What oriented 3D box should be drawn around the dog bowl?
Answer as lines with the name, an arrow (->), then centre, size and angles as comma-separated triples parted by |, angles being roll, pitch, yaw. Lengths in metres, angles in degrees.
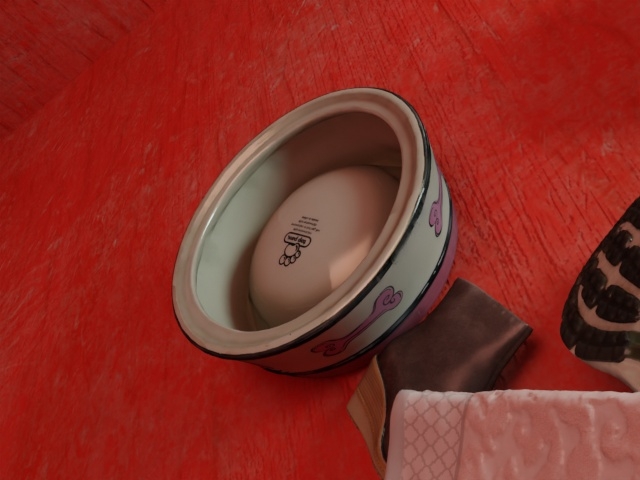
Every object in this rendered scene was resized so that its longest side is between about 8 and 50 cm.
dog bowl -> 0.000, 0.000, 0.953 | 0.408, 0.150, 0.408 | -25, 44, 26

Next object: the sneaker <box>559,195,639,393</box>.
sneaker -> 0.329, 0.095, 0.569 | 0.158, 0.182, 0.410 | -58, 10, 19

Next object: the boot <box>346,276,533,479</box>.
boot -> 0.140, 0.160, 0.723 | 0.207, 0.090, 0.248 | -48, 34, 4

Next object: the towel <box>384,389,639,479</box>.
towel -> 0.128, 0.263, 0.484 | 0.317, 0.053, 0.331 | -17, 57, 59
